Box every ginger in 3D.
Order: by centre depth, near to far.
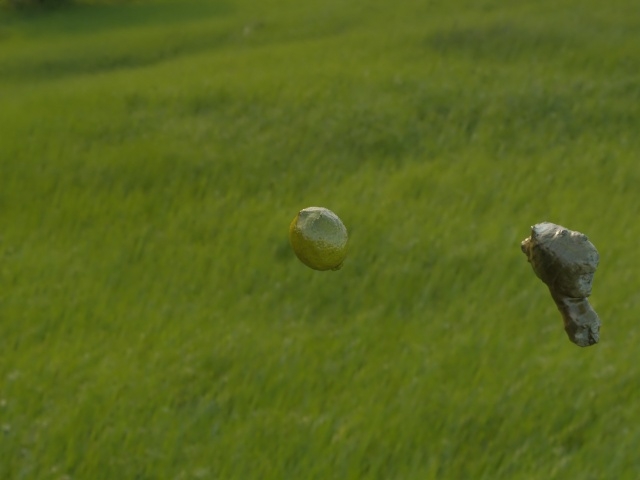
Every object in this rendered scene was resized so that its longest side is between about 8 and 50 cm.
[{"bbox_3d":[0.316,0.048,1.776,0.067,0.096,0.165,-23,82,-44],"label":"ginger"}]

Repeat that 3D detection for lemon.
[{"bbox_3d":[0.000,0.000,1.503,0.083,0.062,0.062,54,7,-29],"label":"lemon"}]
